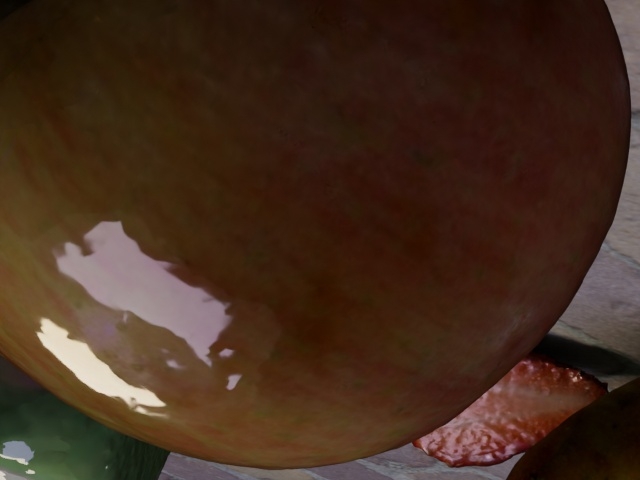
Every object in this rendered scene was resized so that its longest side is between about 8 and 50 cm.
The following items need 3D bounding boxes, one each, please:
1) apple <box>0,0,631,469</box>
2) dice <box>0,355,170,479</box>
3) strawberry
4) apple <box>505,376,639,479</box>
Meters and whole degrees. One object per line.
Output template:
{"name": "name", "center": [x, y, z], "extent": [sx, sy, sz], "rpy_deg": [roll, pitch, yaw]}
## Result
{"name": "apple", "center": [-0.050, -0.079, 0.854], "extent": [0.391, 0.391, 0.346], "rpy_deg": [0, 165, 39]}
{"name": "dice", "center": [-0.288, 0.072, 1.516], "extent": [0.330, 0.322, 0.318], "rpy_deg": [13, 159, 8]}
{"name": "strawberry", "center": [0.162, 0.144, 1.666], "extent": [0.236, 0.107, 0.175], "rpy_deg": [20, 123, -9]}
{"name": "apple", "center": [0.347, 0.302, 1.550], "extent": [0.384, 0.374, 0.374], "rpy_deg": [-5, 153, 15]}
